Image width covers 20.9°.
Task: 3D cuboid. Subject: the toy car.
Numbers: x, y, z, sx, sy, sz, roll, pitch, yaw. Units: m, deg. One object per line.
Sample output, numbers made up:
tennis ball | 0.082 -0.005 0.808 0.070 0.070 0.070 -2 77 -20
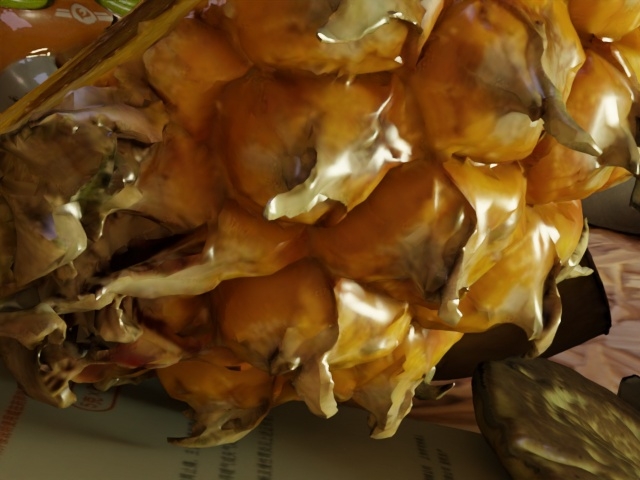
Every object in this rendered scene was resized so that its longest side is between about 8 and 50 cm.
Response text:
toy car | -0.192 -0.109 1.424 0.235 0.145 0.235 19 27 -10

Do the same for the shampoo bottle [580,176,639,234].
shampoo bottle | 0.329 -0.152 1.753 0.273 0.266 0.273 13 13 -3

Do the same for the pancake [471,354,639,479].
pancake | 0.155 0.128 0.690 0.250 0.031 0.250 40 9 -8

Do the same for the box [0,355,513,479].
box | -0.074 0.117 0.599 0.299 0.106 0.200 13 11 -4

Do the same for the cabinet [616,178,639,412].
cabinet | 0.313 0.070 0.911 0.318 0.227 0.290 14 13 14

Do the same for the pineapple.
pineapple | -0.014 0.011 0.591 0.344 0.209 0.286 -28 18 44

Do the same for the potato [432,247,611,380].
potato | 0.000 0.000 0.979 0.266 0.229 0.229 -21 14 2
